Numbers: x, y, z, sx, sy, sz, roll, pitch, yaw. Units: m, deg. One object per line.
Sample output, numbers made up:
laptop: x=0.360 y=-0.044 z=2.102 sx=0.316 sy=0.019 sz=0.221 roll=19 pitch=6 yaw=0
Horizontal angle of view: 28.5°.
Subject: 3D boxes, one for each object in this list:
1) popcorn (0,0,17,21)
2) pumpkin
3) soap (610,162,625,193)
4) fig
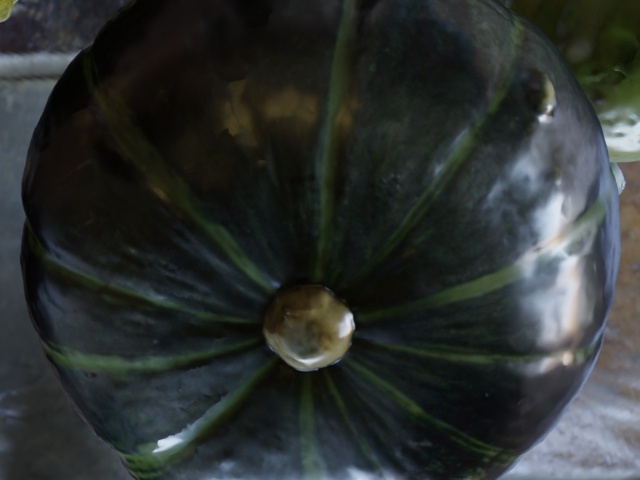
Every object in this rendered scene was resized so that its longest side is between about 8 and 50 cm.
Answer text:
popcorn: x=-0.303 y=-0.261 z=0.765 sx=0.274 sy=0.279 sz=0.335 roll=17 pitch=145 yaw=29
pumpkin: x=0.000 y=0.000 z=0.671 sx=0.323 sy=0.241 sz=0.323 roll=-2 pitch=116 yaw=-4
soap: x=0.164 y=0.006 z=1.353 sx=0.156 sy=0.446 sz=0.261 roll=44 pitch=138 yaw=2
fig: x=0.238 y=-0.201 z=0.967 sx=0.233 sy=0.233 sz=0.314 roll=-6 pitch=135 yaw=0
